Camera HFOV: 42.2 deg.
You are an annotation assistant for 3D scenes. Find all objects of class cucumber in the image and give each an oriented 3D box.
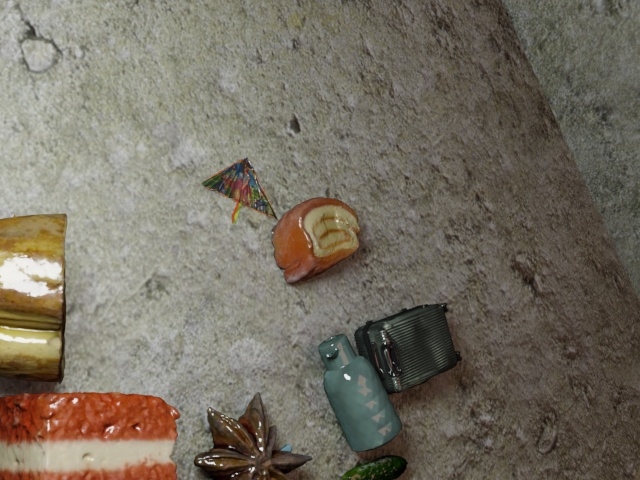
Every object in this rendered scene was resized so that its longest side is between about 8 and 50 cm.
[{"bbox_3d":[0.135,0.593,2.117,0.227,0.069,0.069,-4,81,-39],"label":"cucumber"}]

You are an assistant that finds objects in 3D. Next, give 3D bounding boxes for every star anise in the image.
[{"bbox_3d":[-0.152,0.493,1.850,0.315,0.108,0.316,16,63,-34],"label":"star anise"}]

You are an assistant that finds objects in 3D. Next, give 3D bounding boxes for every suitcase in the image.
[{"bbox_3d":[0.240,0.290,2.249,0.312,0.128,0.202,-15,89,-44],"label":"suitcase"}]

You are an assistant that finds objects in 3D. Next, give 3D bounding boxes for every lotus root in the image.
[{"bbox_3d":[-0.555,0.112,1.470,0.249,0.316,0.316,0,78,-26],"label":"lotus root"}]

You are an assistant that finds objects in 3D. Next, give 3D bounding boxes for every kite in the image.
[{"bbox_3d":[-0.187,-0.120,2.052,0.241,0.014,0.184,30,60,-35],"label":"kite"}]

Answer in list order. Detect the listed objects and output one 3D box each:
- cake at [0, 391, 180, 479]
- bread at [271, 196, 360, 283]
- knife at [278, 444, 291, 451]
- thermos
[{"bbox_3d":[-0.436,0.436,1.496,0.270,0.269,0.320,10,74,-41],"label":"cake"},{"bbox_3d":[-0.004,-0.012,2.116,0.244,0.123,0.190,-22,92,-45],"label":"bread"},{"bbox_3d":[-0.103,0.507,1.958,0.096,0.010,0.027,-21,88,-46],"label":"knife"},{"bbox_3d":[0.090,0.370,2.090,0.287,0.144,0.182,66,15,-5],"label":"thermos"}]
